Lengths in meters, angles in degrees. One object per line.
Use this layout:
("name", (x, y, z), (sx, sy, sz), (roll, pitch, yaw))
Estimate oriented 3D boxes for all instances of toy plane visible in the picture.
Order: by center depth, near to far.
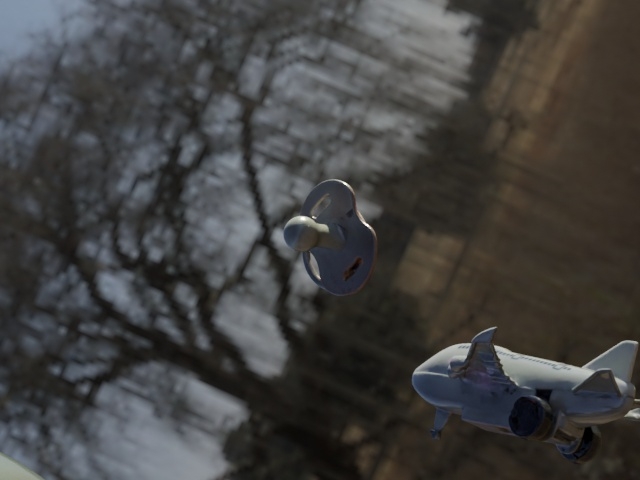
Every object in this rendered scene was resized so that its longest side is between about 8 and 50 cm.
("toy plane", (0.181, 0.140, 1.629), (0.251, 0.255, 0.101), (28, -114, -44))

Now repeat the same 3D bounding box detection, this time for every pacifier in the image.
("pacifier", (0.000, 0.000, 1.442), (0.078, 0.099, 0.081), (5, -43, -46))

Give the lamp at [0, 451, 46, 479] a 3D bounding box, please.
("lamp", (-0.181, 0.179, 0.721), (0.244, 0.198, 0.197), (-59, -8, -63))
